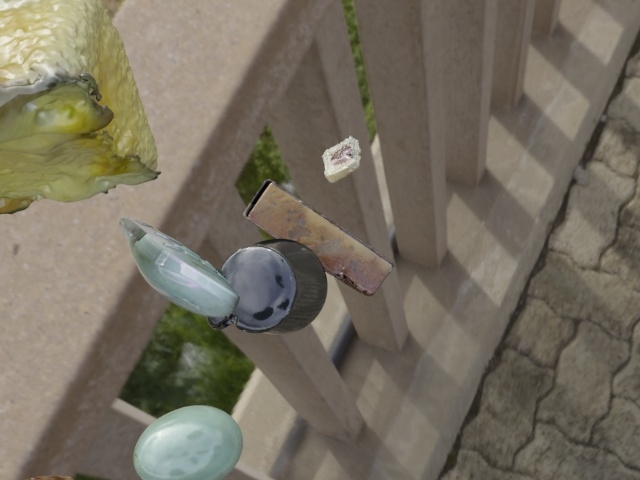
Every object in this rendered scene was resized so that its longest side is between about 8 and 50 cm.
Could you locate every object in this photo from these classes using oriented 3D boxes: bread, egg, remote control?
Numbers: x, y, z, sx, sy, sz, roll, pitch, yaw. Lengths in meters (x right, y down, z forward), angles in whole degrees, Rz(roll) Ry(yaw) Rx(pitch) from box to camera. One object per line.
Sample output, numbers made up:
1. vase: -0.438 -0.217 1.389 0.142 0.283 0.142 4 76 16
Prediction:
1. bread: 0.037 -0.143 1.561 0.070 0.035 0.083 -26 40 23
2. egg: -0.268 0.425 1.785 0.230 0.168 0.168 -10 64 -30
3. bread: -0.212 -0.105 0.590 0.174 0.251 0.133 -10 83 3
4. remote control: -0.137 0.022 0.804 0.097 0.256 0.045 35 88 -22

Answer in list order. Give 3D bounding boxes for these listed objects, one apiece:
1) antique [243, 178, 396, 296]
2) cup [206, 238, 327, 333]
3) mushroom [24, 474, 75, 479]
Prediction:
1. antique: 0.000 0.000 1.750 0.309 0.087 0.093 34 90 5
2. cup: -0.105 0.095 1.512 0.223 0.176 0.169 -33 81 14
3. mushroom: -0.339 0.368 0.959 0.283 0.263 0.195 -20 99 12
